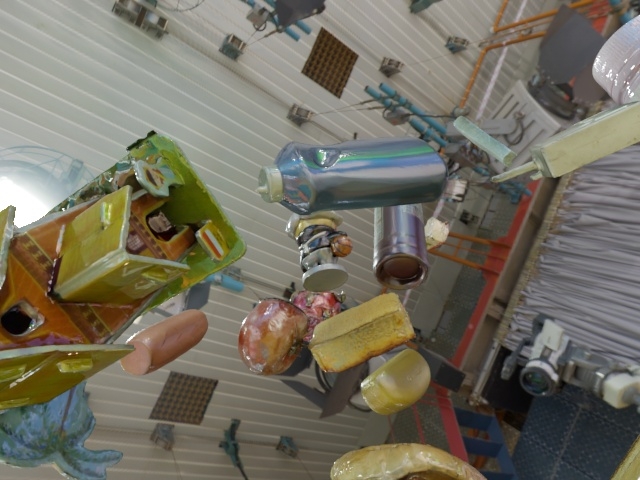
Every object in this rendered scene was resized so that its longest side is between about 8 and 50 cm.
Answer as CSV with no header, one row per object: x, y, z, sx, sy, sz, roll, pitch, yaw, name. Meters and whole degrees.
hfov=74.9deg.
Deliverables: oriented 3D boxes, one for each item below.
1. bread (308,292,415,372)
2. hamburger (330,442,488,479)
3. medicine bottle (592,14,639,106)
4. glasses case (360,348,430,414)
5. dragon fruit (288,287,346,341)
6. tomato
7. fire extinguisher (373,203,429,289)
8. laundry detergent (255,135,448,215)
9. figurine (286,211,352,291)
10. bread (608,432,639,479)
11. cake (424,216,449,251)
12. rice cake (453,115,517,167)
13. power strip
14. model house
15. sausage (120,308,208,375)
0.112,0.254,1.153,0.274,0.185,0.114,-24,-84,9,bread
0.142,0.427,0.654,0.259,0.283,0.145,44,-145,-20,hamburger
0.513,-0.201,0.578,0.133,0.250,0.133,-11,-34,-7,medicine bottle
0.312,0.541,1.610,0.371,0.141,0.173,-10,-118,-55,glasses case
-0.029,0.276,1.540,0.211,0.282,0.147,50,-142,-7,dragon fruit
-0.136,0.276,1.116,0.155,0.180,0.214,-53,-21,-46,tomato
0.107,-0.048,0.598,0.099,0.071,0.231,50,-147,-36,fire extinguisher
0.028,-0.066,0.425,0.206,0.097,0.061,-10,-44,-28,laundry detergent
0.000,0.000,1.105,0.176,0.237,0.133,-35,-40,28,figurine
0.402,0.240,0.408,0.332,0.160,0.333,-23,-52,-32,bread
0.477,-0.028,1.816,0.086,0.220,0.117,24,-104,-4,cake
0.326,-0.199,0.835,0.042,0.180,0.030,26,-65,-33,rice cake
0.286,-0.105,0.484,0.175,0.075,0.042,-25,-86,19,power strip
-0.257,0.106,0.485,0.300,0.324,0.340,-29,-75,15,model house
-0.448,0.292,1.244,0.304,0.121,0.121,-26,-59,-71,sausage
